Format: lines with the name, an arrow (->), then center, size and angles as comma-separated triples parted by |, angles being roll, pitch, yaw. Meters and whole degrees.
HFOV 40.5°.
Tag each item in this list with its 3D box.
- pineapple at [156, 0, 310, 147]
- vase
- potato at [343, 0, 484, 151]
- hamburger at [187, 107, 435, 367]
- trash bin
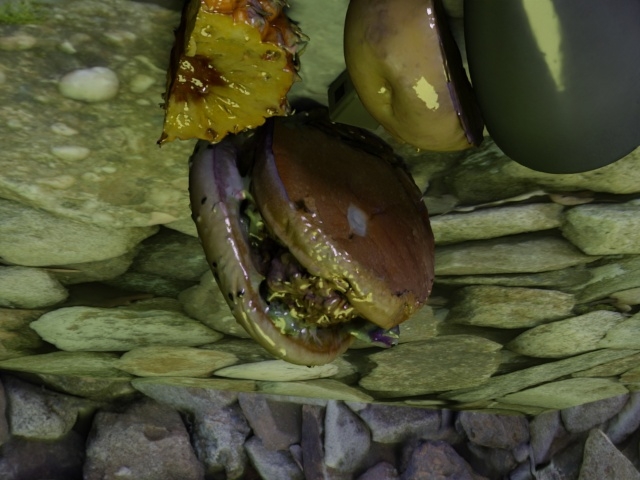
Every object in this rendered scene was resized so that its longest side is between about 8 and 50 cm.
pineapple -> -0.076, -0.165, 0.839 | 0.135, 0.080, 0.233 | 4, 158, -22
vase -> 0.174, -0.196, 0.689 | 0.173, 0.173, 0.321 | -12, 152, 22
potato -> 0.084, -0.140, 0.782 | 0.098, 0.138, 0.243 | -12, 143, 18
hamburger -> 0.000, 0.000, 1.021 | 0.195, 0.277, 0.318 | -26, 144, 29
trash bin -> 0.056, -0.162, 0.914 | 0.060, 0.043, 0.092 | 9, 152, -26
